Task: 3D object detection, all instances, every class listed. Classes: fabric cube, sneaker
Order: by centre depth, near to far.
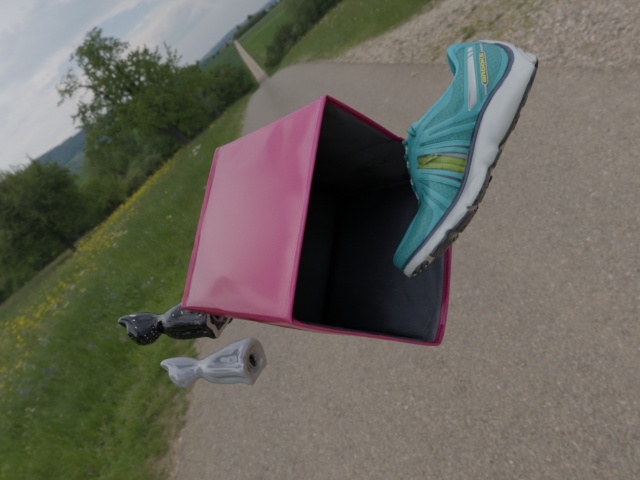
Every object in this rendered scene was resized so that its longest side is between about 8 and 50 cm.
[{"bbox_3d":[0.143,-0.090,0.523,0.275,0.110,0.107,-68,-18,4],"label":"sneaker"},{"bbox_3d":[0.000,0.000,0.637,0.258,0.259,0.254,-8,70,50],"label":"fabric cube"}]

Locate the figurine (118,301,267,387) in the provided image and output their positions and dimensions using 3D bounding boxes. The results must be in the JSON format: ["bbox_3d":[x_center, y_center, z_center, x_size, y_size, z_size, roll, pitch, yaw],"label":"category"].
[{"bbox_3d":[-0.236,0.196,0.847,0.209,0.215,0.092,-14,33,21],"label":"figurine"}]
